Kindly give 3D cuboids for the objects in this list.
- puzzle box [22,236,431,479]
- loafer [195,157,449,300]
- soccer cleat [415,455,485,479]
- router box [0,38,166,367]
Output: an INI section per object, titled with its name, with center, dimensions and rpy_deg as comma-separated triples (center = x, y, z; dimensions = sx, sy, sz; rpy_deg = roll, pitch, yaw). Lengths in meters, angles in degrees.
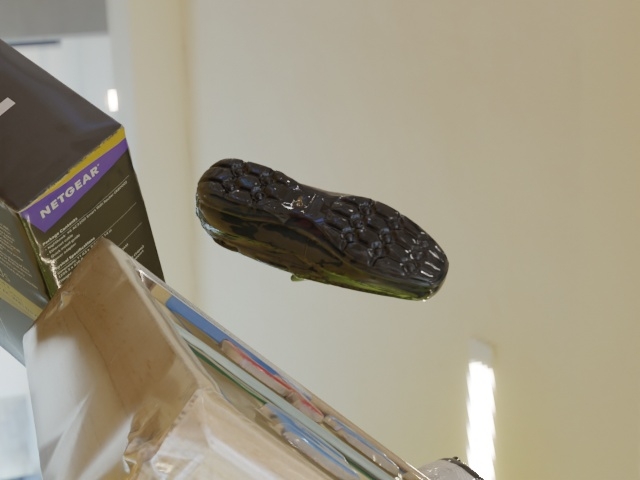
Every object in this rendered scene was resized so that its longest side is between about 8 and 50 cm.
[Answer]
[puzzle box]
center = 0.088, 0.150, 0.475
dimensions = 0.052, 0.409, 0.272
rpy_deg = -53, -165, -2
[loafer]
center = 0.000, 0.000, 1.252
dimensions = 0.223, 0.076, 0.078
rpy_deg = 21, -40, 15
[soccer cleat]
center = 0.095, 0.331, 1.273
dimensions = 0.116, 0.143, 0.331
rpy_deg = 24, -45, 45
[router box]
center = -0.233, -0.048, 0.947
dimensions = 0.309, 0.081, 0.243
rpy_deg = 35, -25, 24
